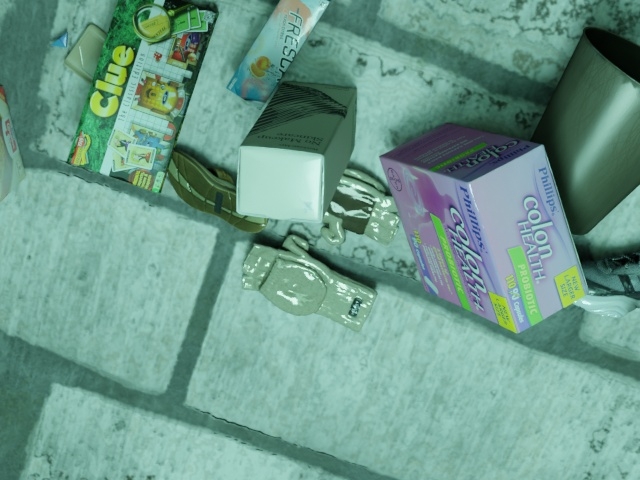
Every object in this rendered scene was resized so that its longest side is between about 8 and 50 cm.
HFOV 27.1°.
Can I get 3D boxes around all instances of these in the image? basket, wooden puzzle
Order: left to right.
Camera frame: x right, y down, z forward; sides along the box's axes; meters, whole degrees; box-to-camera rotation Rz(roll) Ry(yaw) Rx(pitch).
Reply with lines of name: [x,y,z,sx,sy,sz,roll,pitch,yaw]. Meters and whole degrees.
wooden puzzle: [-0.311,-0.254,1.848,0.116,0.014,0.078,44,108,-11]
basket: [0.363,-0.130,1.722,0.204,0.154,0.227,25,119,-13]

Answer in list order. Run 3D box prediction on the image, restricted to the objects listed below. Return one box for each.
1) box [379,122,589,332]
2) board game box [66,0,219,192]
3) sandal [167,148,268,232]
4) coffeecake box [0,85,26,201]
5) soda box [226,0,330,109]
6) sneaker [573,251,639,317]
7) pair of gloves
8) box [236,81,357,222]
box: [0.208,-0.022,1.728,0.117,0.243,0.213,-27,111,-18]
board game box: [-0.242,-0.207,1.803,0.136,0.030,0.259,18,95,3]
sandal: [-0.143,-0.071,1.876,0.180,0.049,0.072,29,129,16]
coffeecake box: [-0.487,-0.118,1.840,0.068,0.185,0.142,-5,113,12]
soda box: [-0.053,-0.268,1.771,0.058,0.063,0.183,32,114,-5]
sneaker: [0.447,0.025,1.803,0.269,0.101,0.153,10,114,-2]
pair of gloves: [0.000,0.000,1.893,0.204,0.042,0.240,16,115,0]
box: [-0.026,-0.120,1.715,0.113,0.275,0.094,6,114,7]
